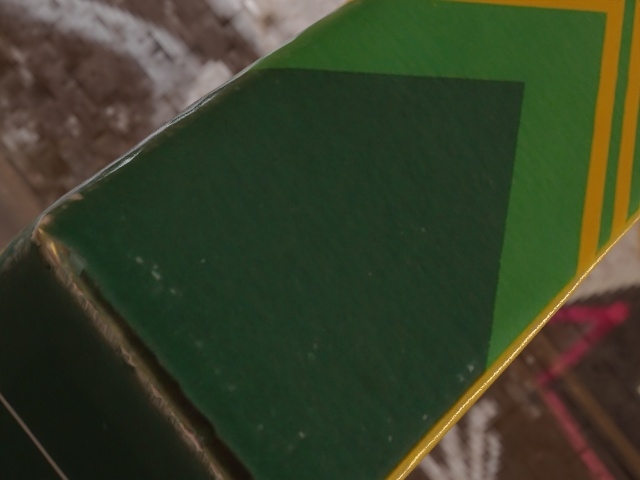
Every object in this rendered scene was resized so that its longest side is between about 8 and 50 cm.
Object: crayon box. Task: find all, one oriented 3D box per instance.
[{"bbox_3d":[0.000,0.000,0.490,0.083,0.203,0.323,52,43,-1],"label":"crayon box"}]
